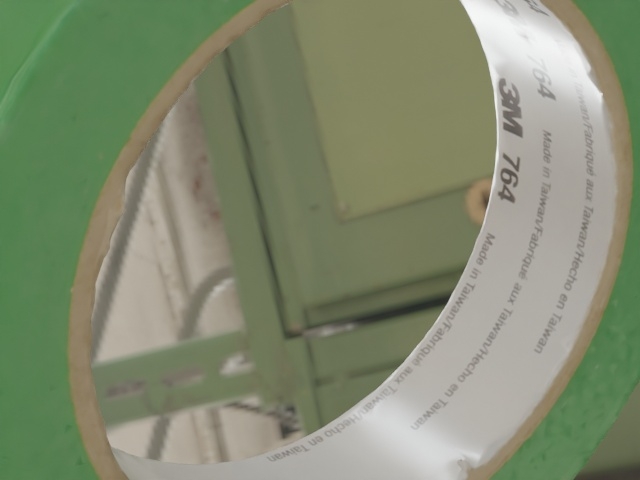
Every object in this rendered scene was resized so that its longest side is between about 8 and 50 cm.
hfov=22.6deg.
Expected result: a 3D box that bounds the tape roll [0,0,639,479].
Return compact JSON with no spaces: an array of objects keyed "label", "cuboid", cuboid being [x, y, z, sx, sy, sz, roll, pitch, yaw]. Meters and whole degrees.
[{"label":"tape roll","cuboid":[0.000,0.000,0.587,0.321,0.077,0.321,-17,-59,-30]}]
